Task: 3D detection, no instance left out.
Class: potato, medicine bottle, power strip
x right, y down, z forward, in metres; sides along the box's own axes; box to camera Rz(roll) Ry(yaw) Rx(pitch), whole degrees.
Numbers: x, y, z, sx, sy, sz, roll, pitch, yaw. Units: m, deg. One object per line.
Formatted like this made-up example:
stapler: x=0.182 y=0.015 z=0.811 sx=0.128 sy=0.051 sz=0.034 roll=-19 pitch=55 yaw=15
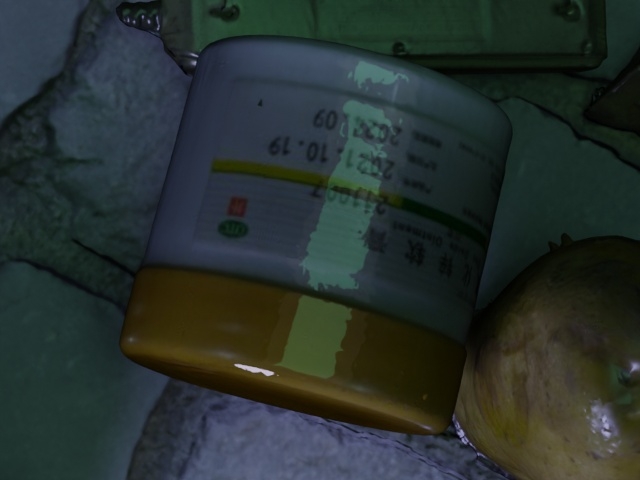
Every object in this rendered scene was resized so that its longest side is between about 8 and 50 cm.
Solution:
potato: x=0.213 y=0.097 z=1.243 sx=0.229 sy=0.266 sz=0.229 roll=1 pitch=86 yaw=-8
medicine bottle: x=0.000 y=0.000 z=1.217 sx=0.238 sy=0.238 sz=0.232 roll=15 pitch=81 yaw=-10
potato: x=0.304 y=-0.139 z=1.371 sx=0.100 sy=0.089 sz=0.172 roll=46 pitch=76 yaw=-6
power strip: x=0.036 y=-0.173 z=1.336 sx=0.388 sy=0.066 sz=0.092 roll=-1 pitch=86 yaw=-14
